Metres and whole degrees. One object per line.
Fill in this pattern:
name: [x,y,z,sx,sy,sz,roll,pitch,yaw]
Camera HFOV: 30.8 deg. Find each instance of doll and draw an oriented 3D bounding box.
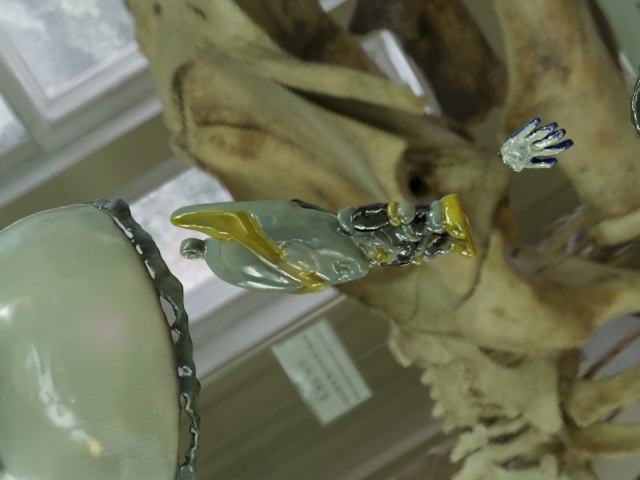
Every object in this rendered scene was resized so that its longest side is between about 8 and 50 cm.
doll: [0.001,0.003,1.217,0.145,0.316,0.103,5,-101,-74]

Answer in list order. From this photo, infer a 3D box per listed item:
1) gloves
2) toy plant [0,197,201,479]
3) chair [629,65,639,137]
gloves: [0.253,-0.110,1.359,0.064,0.086,0.026,36,-138,-20]
toy plant: [-0.269,0.108,0.730,0.247,0.332,0.247,26,122,53]
chair: [0.349,-0.165,1.110,0.221,0.104,0.095,-61,-38,-55]
